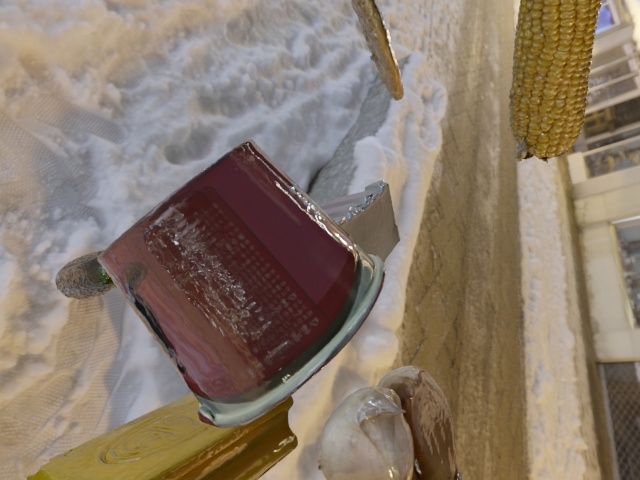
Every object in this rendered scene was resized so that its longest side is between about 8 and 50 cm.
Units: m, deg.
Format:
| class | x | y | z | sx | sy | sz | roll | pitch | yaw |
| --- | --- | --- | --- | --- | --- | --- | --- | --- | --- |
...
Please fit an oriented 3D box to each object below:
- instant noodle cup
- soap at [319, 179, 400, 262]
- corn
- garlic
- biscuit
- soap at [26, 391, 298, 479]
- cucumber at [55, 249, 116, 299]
| class | x | y | z | sx | sy | sz | roll | pitch | yaw |
| --- | --- | --- | --- | --- | --- | --- | --- | --- | --- |
| instant noodle cup | -0.079 | 0.027 | 0.428 | 0.179 | 0.234 | 0.235 | 52 | 41 | -13 |
| soap | 0.000 | 0.000 | 0.979 | 0.258 | 0.301 | 0.159 | -42 | 117 | -46 |
| corn | 0.291 | -0.232 | 0.559 | 0.293 | 0.106 | 0.107 | 69 | 31 | -42 |
| garlic | 0.139 | 0.374 | 0.802 | 0.285 | 0.249 | 0.313 | -28 | 100 | -13 |
| biscuit | 0.086 | -0.328 | 0.701 | 0.220 | 0.033 | 0.220 | -23 | 90 | -79 |
| soap | -0.202 | 0.305 | 0.622 | 0.324 | 0.204 | 0.096 | -7 | 91 | -60 |
| cucumber | -0.367 | 0.056 | 0.707 | 0.074 | 0.241 | 0.075 | 8 | 77 | -38 |
